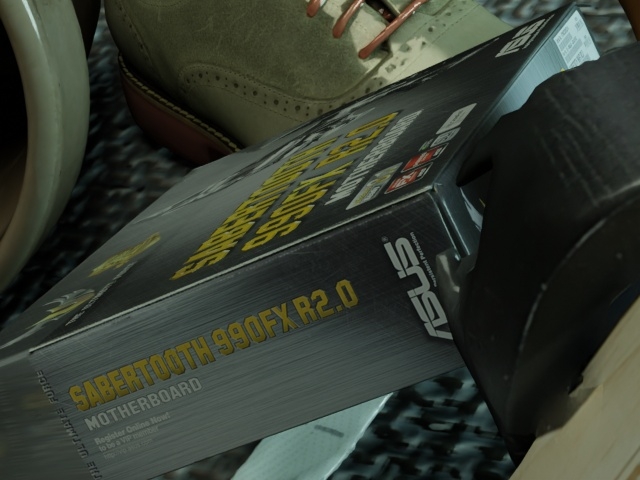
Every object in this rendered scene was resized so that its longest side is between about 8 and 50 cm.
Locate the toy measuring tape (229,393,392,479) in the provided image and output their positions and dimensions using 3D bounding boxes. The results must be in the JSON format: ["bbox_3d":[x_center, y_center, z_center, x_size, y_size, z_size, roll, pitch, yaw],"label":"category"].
[{"bbox_3d":[-0.076,0.102,0.693,0.121,0.121,0.330,12,47,39],"label":"toy measuring tape"}]

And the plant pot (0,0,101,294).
[{"bbox_3d":[-0.212,-0.105,0.953,0.263,0.263,0.229,-8,21,19],"label":"plant pot"}]

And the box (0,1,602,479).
[{"bbox_3d":[0.000,0.000,0.686,0.183,0.056,0.231,-21,12,25],"label":"box"}]

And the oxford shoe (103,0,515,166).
[{"bbox_3d":[0.007,-0.083,0.874,0.348,0.130,0.123,21,51,43],"label":"oxford shoe"}]

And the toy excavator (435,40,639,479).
[{"bbox_3d":[0.245,0.103,0.452,0.433,0.445,0.222,-58,29,22],"label":"toy excavator"}]

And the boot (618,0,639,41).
[{"bbox_3d":[0.120,-0.002,0.581,0.220,0.283,0.109,-58,14,-6],"label":"boot"}]
